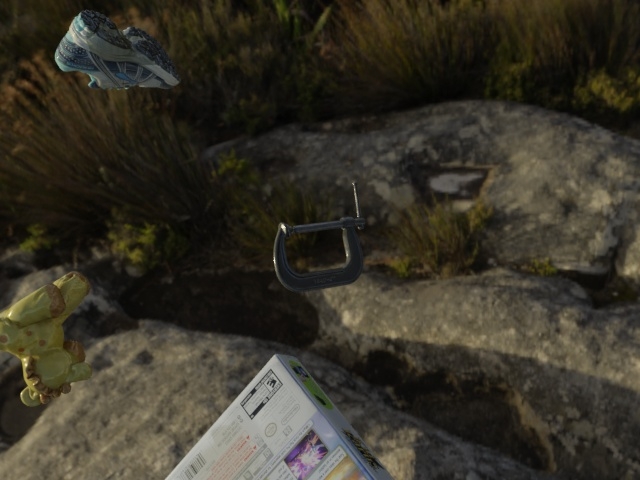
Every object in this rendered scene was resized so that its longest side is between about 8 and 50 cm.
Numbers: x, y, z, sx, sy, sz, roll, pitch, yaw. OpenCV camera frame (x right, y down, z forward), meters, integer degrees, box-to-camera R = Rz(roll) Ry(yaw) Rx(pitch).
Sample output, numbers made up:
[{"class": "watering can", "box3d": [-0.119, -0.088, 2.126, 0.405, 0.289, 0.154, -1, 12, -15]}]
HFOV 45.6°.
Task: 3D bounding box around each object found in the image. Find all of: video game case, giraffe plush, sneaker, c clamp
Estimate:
[{"class": "video game case", "box3d": [-0.060, 0.329, 0.991, 0.269, 0.061, 0.244, -49, 58, 11]}, {"class": "giraffe plush", "box3d": [-0.461, 0.176, 1.283, 0.181, 0.170, 0.210, -26, 7, 43]}, {"class": "sneaker", "box3d": [-0.385, -0.341, 1.449, 0.122, 0.283, 0.110, -37, 67, 20]}, {"class": "c clamp", "box3d": [0.000, 0.000, 1.041, 0.161, 0.137, 0.022, -14, -1, -33]}]
